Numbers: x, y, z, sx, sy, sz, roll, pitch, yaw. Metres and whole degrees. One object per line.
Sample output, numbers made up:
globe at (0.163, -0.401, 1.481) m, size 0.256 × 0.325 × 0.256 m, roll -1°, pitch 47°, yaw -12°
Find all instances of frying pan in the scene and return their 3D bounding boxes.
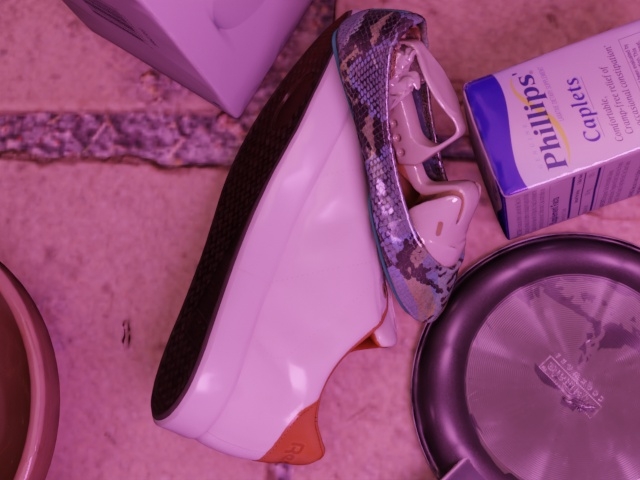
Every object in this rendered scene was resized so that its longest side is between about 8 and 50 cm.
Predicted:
frying pan at (0.091, 0.110, 0.708) m, size 0.326 × 0.053 × 0.197 m, roll -21°, pitch 73°, yaw 3°

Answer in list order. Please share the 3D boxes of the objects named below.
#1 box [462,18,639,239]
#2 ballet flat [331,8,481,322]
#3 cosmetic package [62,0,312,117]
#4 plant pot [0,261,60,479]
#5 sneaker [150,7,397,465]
box at (0.159, -0.065, 0.690) m, size 0.137 × 0.126 × 0.072 m, roll -20°, pitch 76°, yaw 5°
ballet flat at (0.057, -0.042, 0.684) m, size 0.070 × 0.070 × 0.188 m, roll -16°, pitch 102°, yaw 7°
cosmetic package at (-0.070, -0.230, 0.720) m, size 0.138 × 0.224 × 0.224 m, roll 33°, pitch 85°, yaw 16°
plant pot at (-0.262, 0.110, 0.740) m, size 0.237 × 0.110 × 0.237 m, roll -3°, pitch 77°, yaw 11°
sneaker at (0.000, 0.000, 0.738) m, size 0.123 × 0.106 × 0.290 m, roll 27°, pitch 72°, yaw -20°
